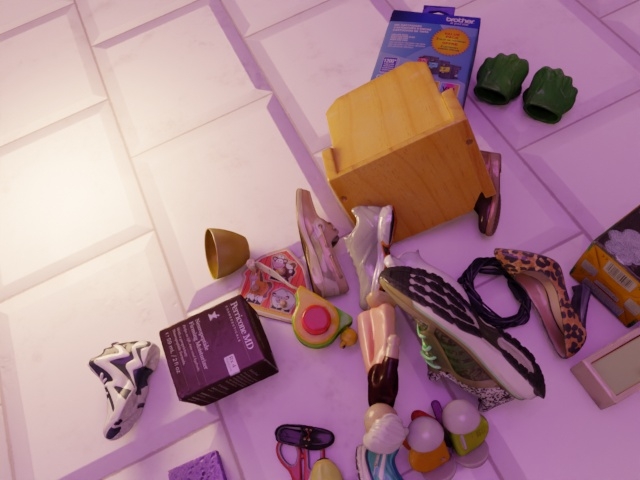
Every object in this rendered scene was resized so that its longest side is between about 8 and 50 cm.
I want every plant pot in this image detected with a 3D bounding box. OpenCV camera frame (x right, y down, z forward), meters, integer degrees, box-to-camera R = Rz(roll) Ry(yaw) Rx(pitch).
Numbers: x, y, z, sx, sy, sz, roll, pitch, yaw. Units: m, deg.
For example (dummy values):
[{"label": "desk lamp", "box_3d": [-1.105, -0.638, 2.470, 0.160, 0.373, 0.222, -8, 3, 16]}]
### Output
[{"label": "plant pot", "box_3d": [-0.240, 0.028, 1.301, 0.095, 0.134, 0.134, -9, 59, -25]}]

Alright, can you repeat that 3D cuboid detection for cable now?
[{"label": "cable", "box_3d": [0.424, 0.126, 1.193, 0.150, 0.047, 0.184, -40, 69, -20]}]

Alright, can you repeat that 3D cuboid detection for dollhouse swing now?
[{"label": "dollhouse swing", "box_3d": [0.209, -0.232, 1.301, 0.346, 0.315, 0.305, -24, 32, 16]}]

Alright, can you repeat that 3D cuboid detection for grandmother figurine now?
[{"label": "grandmother figurine", "box_3d": [0.128, 0.285, 1.062, 0.103, 0.208, 0.343, -1, 42, 5]}]

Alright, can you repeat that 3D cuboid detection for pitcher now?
[{"label": "pitcher", "box_3d": [0.239, 0.114, 1.150, 0.125, 0.177, 0.207, -48, 63, 21]}]

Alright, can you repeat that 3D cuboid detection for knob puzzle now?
[{"label": "knob puzzle", "box_3d": [-0.118, 0.103, 1.289, 0.212, 0.030, 0.213, -4, 63, 7]}]

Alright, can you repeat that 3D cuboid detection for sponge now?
[{"label": "sponge", "box_3d": [-0.245, 0.577, 1.071, 0.117, 0.031, 0.210, -24, 62, -4]}]

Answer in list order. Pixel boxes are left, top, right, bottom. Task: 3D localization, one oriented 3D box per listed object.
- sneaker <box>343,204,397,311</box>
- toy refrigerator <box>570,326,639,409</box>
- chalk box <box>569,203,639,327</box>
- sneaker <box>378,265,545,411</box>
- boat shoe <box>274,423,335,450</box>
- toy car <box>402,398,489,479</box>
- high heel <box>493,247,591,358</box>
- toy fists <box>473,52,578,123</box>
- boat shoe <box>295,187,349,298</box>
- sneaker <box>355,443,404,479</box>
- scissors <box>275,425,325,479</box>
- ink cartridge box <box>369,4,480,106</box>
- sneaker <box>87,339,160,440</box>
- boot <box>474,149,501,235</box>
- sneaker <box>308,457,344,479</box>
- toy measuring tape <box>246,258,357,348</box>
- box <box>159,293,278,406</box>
[{"label": "sneaker", "box_3d": [0.110, 0.039, 1.220, 0.120, 0.099, 0.263, 9, 92, 17]}, {"label": "toy refrigerator", "box_3d": [0.689, 0.243, 1.062, 0.269, 0.094, 0.102, -27, 63, -6]}, {"label": "chalk box", "box_3d": [0.752, 0.022, 1.117, 0.288, 0.179, 0.180, -33, 63, -10]}, {"label": "sneaker", "box_3d": [0.261, 0.223, 1.037, 0.410, 0.158, 0.182, 40, 116, -1]}, {"label": "boat shoe", "box_3d": [-0.035, 0.429, 1.088, 0.132, 0.042, 0.049, 2, 61, 9]}, {"label": "toy car", "box_3d": [0.253, 0.398, 1.039, 0.181, 0.159, 0.136, -24, 26, -4]}, {"label": "high heel", "box_3d": [0.486, 0.136, 1.116, 0.261, 0.093, 0.186, 28, 64, -4]}, {"label": "toy fists", "box_3d": [0.583, -0.438, 1.419, 0.279, 0.096, 0.142, 26, 80, 18]}, {"label": "boat shoe", "box_3d": [0.000, 0.000, 1.284, 0.098, 0.109, 0.303, -12, 68, -4]}, {"label": "sneaker", "box_3d": [0.149, 0.534, 0.987, 0.109, 0.107, 0.276, -17, 63, 5]}, {"label": "scissors", "box_3d": [-0.029, 0.552, 1.056, 0.108, 0.021, 0.297, -11, 61, 1]}, {"label": "ink cartridge box", "box_3d": [0.311, -0.521, 1.472, 0.269, 0.151, 0.396, 11, 64, 14]}, {"label": "sneaker", "box_3d": [-0.498, 0.345, 1.191, 0.152, 0.094, 0.235, 6, 65, 13]}, {"label": "boot", "box_3d": [0.366, -0.125, 1.317, 0.206, 0.090, 0.249, 0, 66, 23]}, {"label": "sneaker", "box_3d": [0.026, 0.548, 1.003, 0.081, 0.094, 0.209, -6, 64, -9]}, {"label": "toy measuring tape", "box_3d": [-0.063, 0.168, 1.192, 0.330, 0.121, 0.121, 30, 71, 13]}, {"label": "box", "box_3d": [-0.229, 0.257, 1.147, 0.203, 0.167, 0.169, -25, 66, -4]}]
